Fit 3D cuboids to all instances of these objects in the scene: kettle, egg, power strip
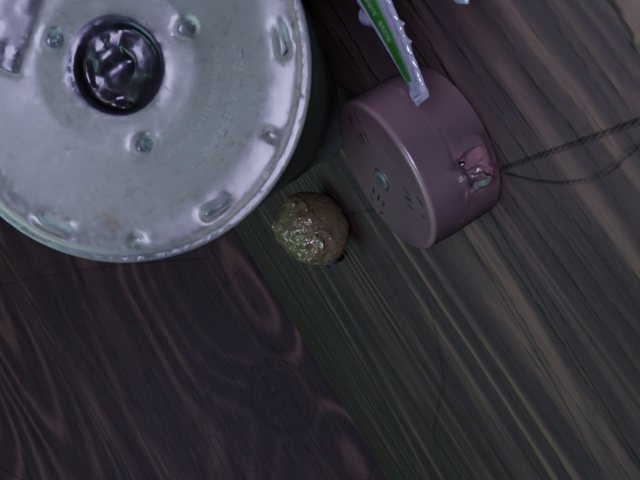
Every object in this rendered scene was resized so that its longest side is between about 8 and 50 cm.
[{"bbox_3d":[-0.160,-0.153,0.610,0.361,0.250,0.376,19,-170,4],"label":"kettle"},{"bbox_3d":[-0.015,-0.018,1.066,0.140,0.116,0.118,45,133,50],"label":"egg"},{"bbox_3d":[0.085,-0.071,0.608,0.154,0.078,0.154,56,168,19],"label":"power strip"}]

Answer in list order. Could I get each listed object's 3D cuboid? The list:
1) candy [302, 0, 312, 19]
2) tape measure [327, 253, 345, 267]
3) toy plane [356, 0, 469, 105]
[{"bbox_3d":[-0.060,-0.294,0.750,0.136,0.038,0.088,39,170,28],"label":"candy"},{"bbox_3d":[-0.001,0.000,1.198,0.094,0.054,0.091,35,156,43],"label":"tape measure"},{"bbox_3d":[0.022,-0.222,0.455,0.251,0.101,0.255,66,171,-29],"label":"toy plane"}]
